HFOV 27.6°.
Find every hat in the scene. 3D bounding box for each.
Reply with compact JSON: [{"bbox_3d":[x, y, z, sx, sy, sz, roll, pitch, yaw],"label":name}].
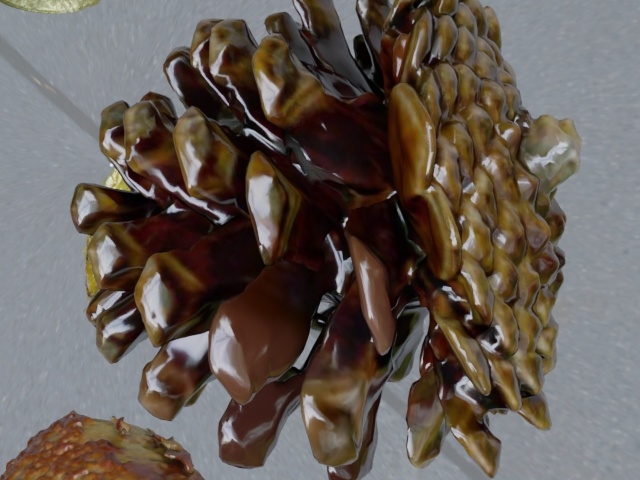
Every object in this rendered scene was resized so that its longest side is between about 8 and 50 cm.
[{"bbox_3d":[-0.333,-0.338,1.580,0.146,0.146,0.067,2,71,-9],"label":"hat"}]

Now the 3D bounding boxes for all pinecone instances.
[{"bbox_3d":[0.002,-0.002,0.638,0.264,0.264,0.264,-1,93,-9],"label":"pinecone"}]

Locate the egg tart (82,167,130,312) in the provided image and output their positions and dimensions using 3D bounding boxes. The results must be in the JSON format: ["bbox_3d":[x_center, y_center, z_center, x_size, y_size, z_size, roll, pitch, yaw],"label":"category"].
[{"bbox_3d":[-0.224,-0.012,1.651,0.098,0.232,0.252,18,98,-26],"label":"egg tart"}]

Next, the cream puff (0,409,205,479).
[{"bbox_3d":[-0.175,0.312,1.045,0.229,0.350,0.350,-21,97,-20],"label":"cream puff"}]
